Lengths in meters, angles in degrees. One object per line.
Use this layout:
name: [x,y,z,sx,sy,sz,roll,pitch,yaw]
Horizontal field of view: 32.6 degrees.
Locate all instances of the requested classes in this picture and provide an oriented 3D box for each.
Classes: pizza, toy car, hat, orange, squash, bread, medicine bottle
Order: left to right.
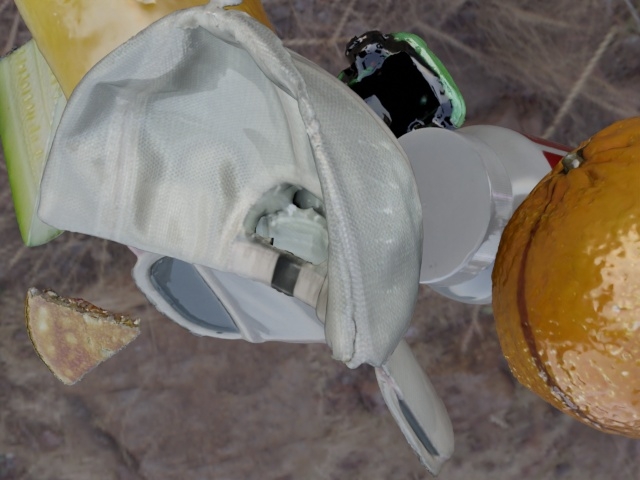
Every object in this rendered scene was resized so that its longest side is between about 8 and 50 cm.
squash: [-0.358,-0.158,1.583,0.203,0.288,0.111,-26,162,31]
pizza: [-0.381,0.152,1.793,0.193,0.053,0.201,0,124,5]
bread: [-0.147,-0.173,1.263,0.250,0.394,0.361,-28,170,-1]
hat: [0.000,0.000,0.522,0.226,0.219,0.164,19,94,-52]
toy car: [0.061,-0.163,1.722,0.359,0.213,0.176,-39,170,23]
medicine bottle: [0.148,-0.014,0.823,0.250,0.131,0.131,5,135,-50]
orange: [0.186,0.017,0.634,0.161,0.193,0.193,38,118,-7]
